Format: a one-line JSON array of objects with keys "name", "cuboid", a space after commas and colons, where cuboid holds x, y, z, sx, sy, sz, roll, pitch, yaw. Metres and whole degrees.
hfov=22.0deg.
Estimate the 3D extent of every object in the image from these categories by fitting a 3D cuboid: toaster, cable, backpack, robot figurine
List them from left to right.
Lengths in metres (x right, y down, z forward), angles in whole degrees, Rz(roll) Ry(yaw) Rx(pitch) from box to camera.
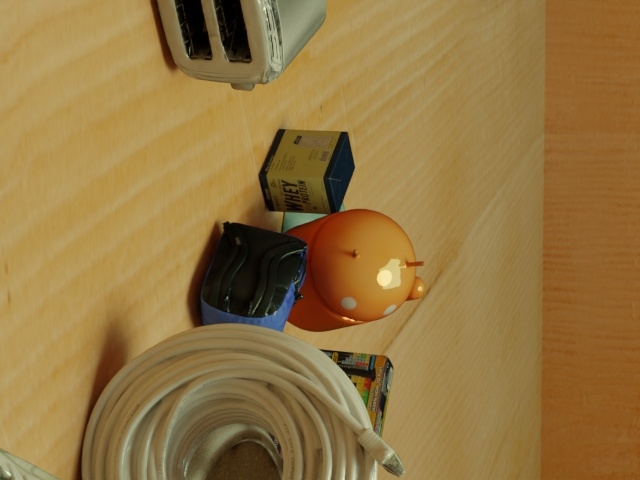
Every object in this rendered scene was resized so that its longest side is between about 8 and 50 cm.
[{"name": "cable", "cuboid": [-0.076, 0.200, 1.434, 0.257, 0.257, 0.089, 55, 0, 20]}, {"name": "toaster", "cuboid": [-0.077, -0.253, 1.540, 0.146, 0.129, 0.227, -64, 154, -46]}, {"name": "backpack", "cuboid": [-0.068, 0.058, 1.687, 0.120, 0.098, 0.101, -70, 165, -45]}, {"name": "robot figurine", "cuboid": [0.020, 0.034, 1.808, 0.128, 0.219, 0.158, -42, 102, -28]}]

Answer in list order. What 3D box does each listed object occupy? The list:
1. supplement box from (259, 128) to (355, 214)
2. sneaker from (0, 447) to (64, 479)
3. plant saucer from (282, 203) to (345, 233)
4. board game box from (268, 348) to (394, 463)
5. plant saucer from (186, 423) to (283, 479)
[{"name": "supplement box", "cuboid": [-0.014, -0.078, 1.851, 0.083, 0.083, 0.056, -69, 155, -43]}, {"name": "sneaker", "cuboid": [-0.229, 0.190, 1.177, 0.292, 0.118, 0.110, 58, 41, -60]}, {"name": "plant saucer", "cuboid": [0.000, 0.000, 1.995, 0.195, 0.037, 0.194, 5, 90, -73]}, {"name": "board game box", "cuboid": [-0.001, 0.208, 1.862, 0.048, 0.141, 0.170, 62, 36, -64]}, {"name": "plant saucer", "cuboid": [-0.102, 0.310, 1.660, 0.310, 0.050, 0.310, 4, 90, -67]}]
